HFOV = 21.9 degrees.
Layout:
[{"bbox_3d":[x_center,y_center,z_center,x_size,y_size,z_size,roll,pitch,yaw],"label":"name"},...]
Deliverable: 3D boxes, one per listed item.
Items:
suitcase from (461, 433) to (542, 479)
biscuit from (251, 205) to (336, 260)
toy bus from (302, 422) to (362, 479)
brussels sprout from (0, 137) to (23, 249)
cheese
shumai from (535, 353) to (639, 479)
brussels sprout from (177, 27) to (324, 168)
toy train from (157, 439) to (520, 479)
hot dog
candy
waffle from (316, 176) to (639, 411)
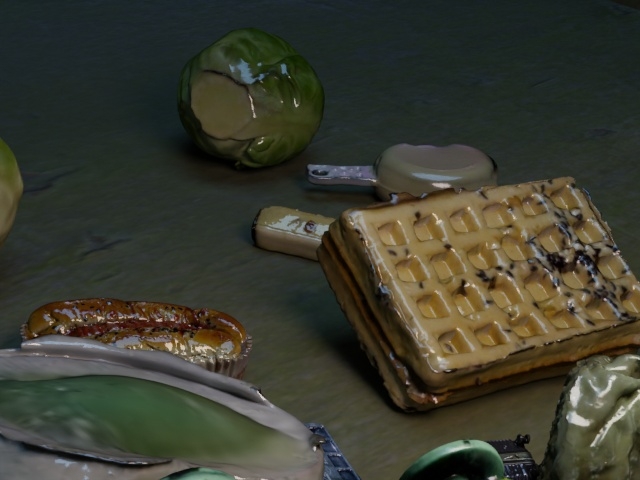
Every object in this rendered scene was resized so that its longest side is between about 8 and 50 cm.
[{"bbox_3d":[0.168,0.254,1.660,0.086,0.126,0.059,-1,41,-19],"label":"suitcase"},{"bbox_3d":[0.000,0.000,2.258,0.188,0.052,0.056,11,37,11],"label":"biscuit"},{"bbox_3d":[0.002,0.247,1.721,0.065,0.047,0.166,1,24,-22],"label":"toy bus"},{"bbox_3d":[-0.506,-0.065,2.027,0.273,0.243,0.316,-21,40,-36],"label":"brussels sprout"},{"bbox_3d":[0.120,-0.096,2.466,0.286,0.082,0.163,4,24,-4],"label":"cheese"},{"bbox_3d":[0.303,0.226,1.497,0.222,0.261,0.225,16,59,5],"label":"shumai"},{"bbox_3d":[-0.108,-0.212,2.523,0.244,0.244,0.244,6,24,-3],"label":"brussels sprout"},{"bbox_3d":[0.005,0.310,1.314,0.442,0.272,0.179,-4,40,-25],"label":"toy train"},{"bbox_3d":[-0.213,0.118,1.910,0.268,0.075,0.144,0,28,-10],"label":"hot dog"},{"bbox_3d":[-0.228,0.214,1.560,0.427,0.186,0.386,23,19,37],"label":"candy"},{"bbox_3d":[0.212,0.060,2.010,0.376,0.114,0.261,-8,54,-32],"label":"waffle"}]
